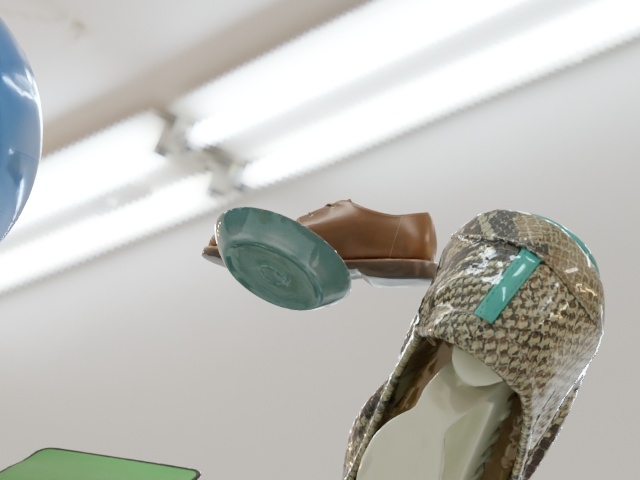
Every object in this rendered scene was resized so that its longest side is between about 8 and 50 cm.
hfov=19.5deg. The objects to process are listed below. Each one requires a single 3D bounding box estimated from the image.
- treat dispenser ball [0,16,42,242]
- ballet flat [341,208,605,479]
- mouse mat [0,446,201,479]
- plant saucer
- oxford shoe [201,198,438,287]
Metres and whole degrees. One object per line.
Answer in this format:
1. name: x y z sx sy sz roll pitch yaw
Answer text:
1. treat dispenser ball: -0.367 -0.090 1.486 0.288 0.288 0.288 16 -30 10
2. ballet flat: 0.077 0.178 1.368 0.164 0.182 0.483 32 -39 16
3. mouse mat: -0.196 0.196 1.406 0.152 0.189 0.007 6 -76 24
4. plant saucer: -0.034 0.020 1.457 0.119 0.021 0.119 21 -30 13
5. oxford shoe: 0.000 0.000 1.670 0.212 0.076 0.076 1 -11 0
